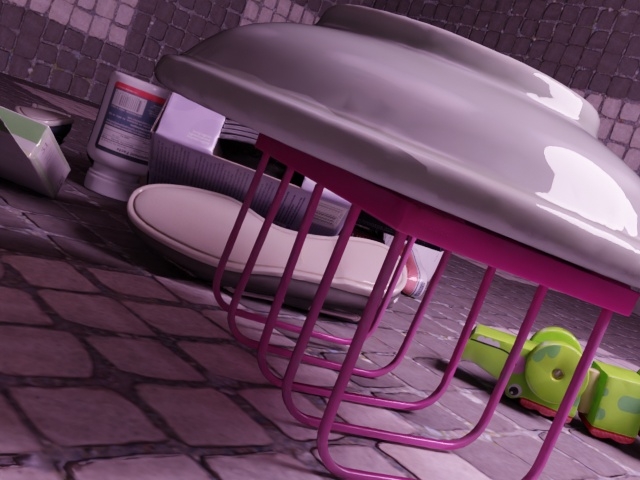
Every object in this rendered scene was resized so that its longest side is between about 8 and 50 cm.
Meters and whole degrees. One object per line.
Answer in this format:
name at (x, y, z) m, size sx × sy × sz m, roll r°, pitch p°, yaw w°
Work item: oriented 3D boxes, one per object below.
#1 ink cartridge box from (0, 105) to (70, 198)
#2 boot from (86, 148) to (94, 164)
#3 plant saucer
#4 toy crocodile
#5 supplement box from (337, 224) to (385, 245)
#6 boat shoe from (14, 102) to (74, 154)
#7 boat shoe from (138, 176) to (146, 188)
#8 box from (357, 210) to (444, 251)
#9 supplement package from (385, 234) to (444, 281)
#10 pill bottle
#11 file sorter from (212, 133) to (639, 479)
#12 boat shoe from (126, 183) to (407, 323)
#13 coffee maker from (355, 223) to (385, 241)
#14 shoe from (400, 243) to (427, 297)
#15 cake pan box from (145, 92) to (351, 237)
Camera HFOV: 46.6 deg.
ink cartridge box at (-0.401, -0.142, 0.859) m, size 0.171 × 0.056 × 0.235 m, roll 22°, pitch -22°, yaw 3°
boot at (-0.291, -0.121, 1.395) m, size 0.263 × 0.096 × 0.280 m, roll 12°, pitch 1°, yaw -6°
plant saucer at (0.084, -0.083, 0.547) m, size 0.400 × 0.101 × 0.400 m, roll 22°, pitch 8°, yaw -3°
toy crocodile at (0.313, 0.172, 0.819) m, size 0.340 × 0.105 × 0.115 m, roll 17°, pitch 7°, yaw 9°
supplement box at (0.000, 0.000, 1.210) m, size 0.188 × 0.081 × 0.104 m, roll 20°, pitch 7°, yaw -7°
boat shoe at (-0.470, -0.183, 1.246) m, size 0.095 × 0.079 × 0.254 m, roll 15°, pitch 7°, yaw -23°
boat shoe at (-0.224, -0.059, 1.192) m, size 0.206 × 0.075 × 0.065 m, roll 20°, pitch -38°, yaw 38°
box at (0.050, -0.129, 1.107) m, size 0.343 × 0.179 × 0.312 m, roll 19°, pitch -1°, yaw 10°
supplement package at (0.141, -0.036, 1.567) m, size 0.244 × 0.139 × 0.133 m, roll 27°, pitch -4°, yaw 44°
pill bottle at (-0.295, -0.157, 1.137) m, size 0.107 × 0.180 × 0.108 m, roll 21°, pitch 7°, yaw -3°
file sorter at (0.050, 0.048, 0.605) m, size 0.202 × 0.182 × 0.290 m, roll 19°, pitch 9°, yaw -26°
boat shoe at (-0.065, 0.030, 0.864) m, size 0.334 × 0.096 × 0.112 m, roll 15°, pitch 44°, yaw -13°
coffee maker at (0.072, -0.051, 1.403) m, size 0.120 × 0.178 × 0.171 m, roll 21°, pitch 7°, yaw -5°
shoe at (0.129, 0.039, 1.313) m, size 0.081 × 0.064 × 0.178 m, roll 22°, pitch 17°, yaw -13°
cake pan box at (-0.094, -0.056, 0.936) m, size 0.245 × 0.070 × 0.267 m, roll 18°, pitch -26°, yaw -6°
